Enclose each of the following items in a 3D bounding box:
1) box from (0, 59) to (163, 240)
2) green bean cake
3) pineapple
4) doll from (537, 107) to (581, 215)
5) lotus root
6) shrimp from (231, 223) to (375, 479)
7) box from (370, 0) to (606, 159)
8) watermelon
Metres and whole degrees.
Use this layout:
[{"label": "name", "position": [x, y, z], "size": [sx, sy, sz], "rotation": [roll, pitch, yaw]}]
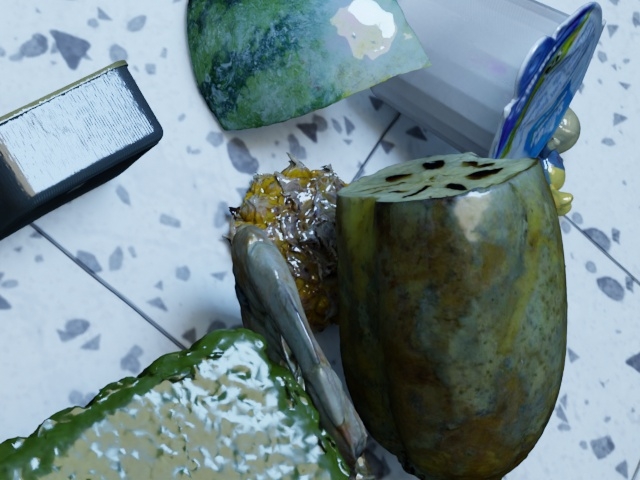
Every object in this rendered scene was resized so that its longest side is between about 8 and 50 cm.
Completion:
[{"label": "box", "position": [-0.264, -0.084, 1.301], "size": [0.201, 0.144, 0.090], "rotation": [-34, 93, -37]}, {"label": "green bean cake", "position": [-0.137, 0.276, 1.195], "size": [0.319, 0.218, 0.335], "rotation": [-25, 78, -28]}, {"label": "pineapple", "position": [0.000, 0.000, 1.466], "size": [0.225, 0.076, 0.224], "rotation": [13, 65, -28]}, {"label": "doll", "position": [0.296, -0.122, 1.691], "size": [0.089, 0.102, 0.179], "rotation": [-17, 77, 5]}, {"label": "lotus root", "position": [0.141, 0.088, 1.376], "size": [0.250, 0.250, 0.346], "rotation": [-10, 104, -34]}, {"label": "shrimp", "position": [-0.008, 0.152, 1.308], "size": [0.085, 0.247, 0.360], "rotation": [-23, 96, -9]}, {"label": "box", "position": [0.174, -0.205, 1.534], "size": [0.206, 0.291, 0.262], "rotation": [30, 92, 19]}, {"label": "watermelon", "position": [-0.023, -0.242, 1.494], "size": [0.176, 0.260, 0.256], "rotation": [15, 79, -41]}]
